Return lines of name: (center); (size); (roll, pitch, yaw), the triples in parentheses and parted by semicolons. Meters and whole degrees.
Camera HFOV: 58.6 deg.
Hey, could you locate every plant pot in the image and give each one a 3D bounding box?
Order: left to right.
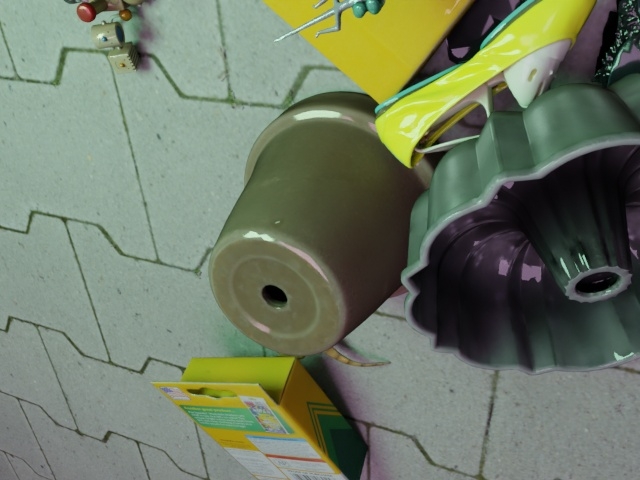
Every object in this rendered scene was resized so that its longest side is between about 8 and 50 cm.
plant pot: (0.000, 0.000, 0.624); (0.262, 0.229, 0.263); (13, 127, 18)

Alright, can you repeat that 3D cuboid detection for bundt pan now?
bundt pan: (0.231, -0.009, 0.513); (0.330, 0.124, 0.331); (0, 141, 0)

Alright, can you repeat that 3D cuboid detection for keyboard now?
keyboard: (0.155, -0.256, 0.511); (0.108, 0.023, 0.180); (0, 122, 33)

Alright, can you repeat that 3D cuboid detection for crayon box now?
crayon box: (-0.083, 0.276, 0.893); (0.203, 0.083, 0.323); (-7, 133, 30)

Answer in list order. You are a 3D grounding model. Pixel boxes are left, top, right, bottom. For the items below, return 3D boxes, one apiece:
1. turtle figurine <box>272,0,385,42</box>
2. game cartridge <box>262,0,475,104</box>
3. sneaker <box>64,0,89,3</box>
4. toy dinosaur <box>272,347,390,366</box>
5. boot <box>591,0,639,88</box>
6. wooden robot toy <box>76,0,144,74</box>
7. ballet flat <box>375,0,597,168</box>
turtle figurine: (0.016, -0.274, 0.427); (0.234, 0.118, 0.175); (-34, 114, 26)
game cartridge: (0.048, -0.324, 0.487); (0.285, 0.053, 0.324); (42, 131, 0)
sneaker: (-0.315, -0.340, 0.682); (0.057, 0.047, 0.119); (-1, 119, 41)
toy dinosaur: (-0.013, 0.139, 0.828); (0.112, 0.064, 0.211); (-33, 102, 37)
boot: (0.332, -0.205, 0.405); (0.207, 0.094, 0.247); (15, 132, 13)
wooden robot toy: (-0.234, -0.279, 0.662); (0.078, 0.076, 0.173); (-5, 126, 6)
ballet flat: (0.153, -0.138, 0.510); (0.231, 0.077, 0.077); (-30, 78, 32)
